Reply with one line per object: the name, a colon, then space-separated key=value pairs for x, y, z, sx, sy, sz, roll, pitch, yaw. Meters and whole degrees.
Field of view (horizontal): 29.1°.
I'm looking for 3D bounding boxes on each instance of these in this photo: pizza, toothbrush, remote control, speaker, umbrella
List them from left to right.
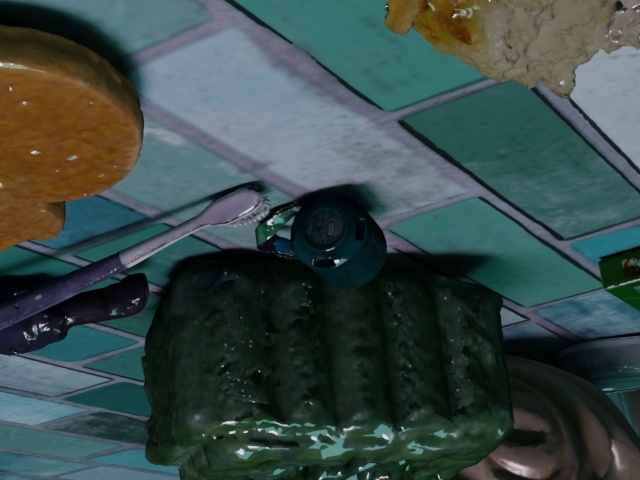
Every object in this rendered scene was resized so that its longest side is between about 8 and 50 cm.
umbrella: x=-0.253 y=0.071 z=0.999 sx=0.248 sy=0.070 sz=0.071 roll=-8 pitch=160 yaw=10
toothbrush: x=-0.163 y=0.022 z=0.923 sx=0.288 sy=0.024 sz=0.026 roll=-24 pitch=158 yaw=19
speaker: x=0.000 y=-0.005 z=0.927 sx=0.094 sy=0.060 sz=0.075 roll=23 pitch=171 yaw=24
pizza: x=0.129 y=-0.128 z=0.658 sx=0.181 sy=0.034 sz=0.262 roll=-13 pitch=159 yaw=13
remote control: x=0.396 y=0.138 z=1.430 sx=0.247 sy=0.052 sz=0.104 roll=-6 pitch=158 yaw=5

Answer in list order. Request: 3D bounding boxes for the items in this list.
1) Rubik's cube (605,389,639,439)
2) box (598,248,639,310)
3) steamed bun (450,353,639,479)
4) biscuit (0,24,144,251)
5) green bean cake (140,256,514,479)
Rubik's cube: x=0.441 y=0.278 z=1.679 sx=0.228 sy=0.233 sz=0.229 roll=-61 pitch=177 yaw=20
box: x=0.385 y=0.014 z=1.118 sx=0.235 sy=0.034 sz=0.132 roll=-19 pitch=156 yaw=27
steamed bun: x=0.194 y=0.273 z=1.344 sx=0.368 sy=0.342 sz=0.255 roll=-30 pitch=156 yaw=-29
biscuit: x=-0.219 y=-0.049 z=0.735 sx=0.202 sy=0.044 sz=0.289 roll=3 pitch=158 yaw=-24
green bean cake: x=-0.014 y=0.148 z=1.116 sx=0.300 sy=0.169 sz=0.308 roll=4 pitch=156 yaw=-19
